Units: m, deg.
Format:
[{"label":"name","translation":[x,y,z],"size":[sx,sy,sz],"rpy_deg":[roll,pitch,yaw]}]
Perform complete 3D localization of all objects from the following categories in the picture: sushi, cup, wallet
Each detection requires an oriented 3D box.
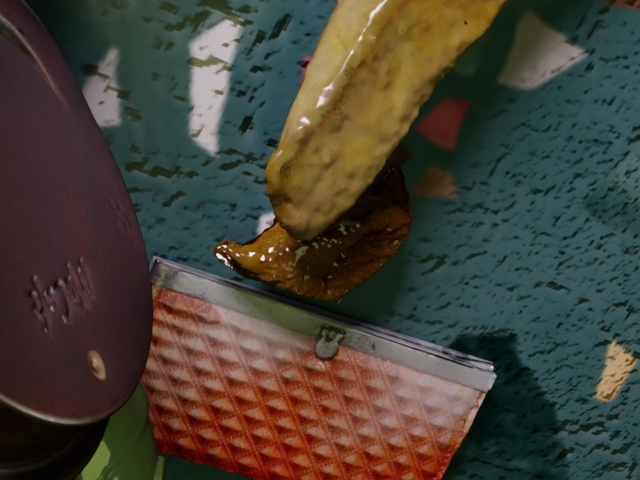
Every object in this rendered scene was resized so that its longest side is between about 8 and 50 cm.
[{"label":"sushi","translation":[0.000,0.000,0.534],"size":[0.099,0.047,0.050],"rpy_deg":[-17,130,-23]},{"label":"cup","translation":[-0.207,0.029,0.371],"size":[0.280,0.196,0.196],"rpy_deg":[-24,118,14]},{"label":"wallet","translation":[-0.013,0.082,0.581],"size":[0.196,0.020,0.103],"rpy_deg":[20,108,-20]}]

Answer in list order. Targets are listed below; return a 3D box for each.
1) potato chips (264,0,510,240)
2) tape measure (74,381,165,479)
[{"label":"potato chips","translation":[0.112,-0.165,0.465],"size":[0.407,0.080,0.057],"rpy_deg":[-44,132,7]},{"label":"tape measure","translation":[-0.160,0.110,0.502],"size":[0.200,0.106,0.175],"rpy_deg":[42,93,-6]}]
